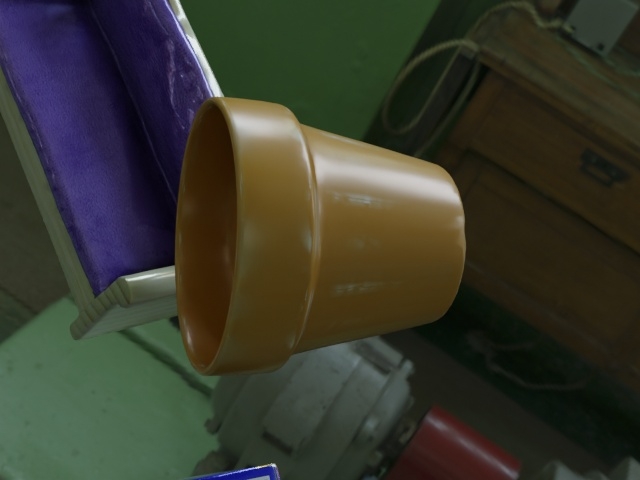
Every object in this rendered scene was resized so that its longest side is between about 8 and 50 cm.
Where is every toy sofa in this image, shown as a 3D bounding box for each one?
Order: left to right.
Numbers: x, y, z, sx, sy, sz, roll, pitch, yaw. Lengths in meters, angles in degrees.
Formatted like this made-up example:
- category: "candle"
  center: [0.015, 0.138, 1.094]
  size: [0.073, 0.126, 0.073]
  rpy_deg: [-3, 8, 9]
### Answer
- category: "toy sofa"
  center: [-0.193, -0.108, 0.904]
  size: [0.150, 0.177, 0.363]
  rpy_deg: [-12, 72, -45]

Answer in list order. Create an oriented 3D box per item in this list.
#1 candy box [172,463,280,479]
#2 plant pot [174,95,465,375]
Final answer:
- category: "candy box"
  center: [-0.216, 0.293, 0.872]
  size: [0.317, 0.268, 0.122]
  rpy_deg: [-3, 74, -29]
- category: "plant pot"
  center: [0.000, 0.000, 0.753]
  size: [0.187, 0.205, 0.205]
  rpy_deg: [2, 40, -20]
